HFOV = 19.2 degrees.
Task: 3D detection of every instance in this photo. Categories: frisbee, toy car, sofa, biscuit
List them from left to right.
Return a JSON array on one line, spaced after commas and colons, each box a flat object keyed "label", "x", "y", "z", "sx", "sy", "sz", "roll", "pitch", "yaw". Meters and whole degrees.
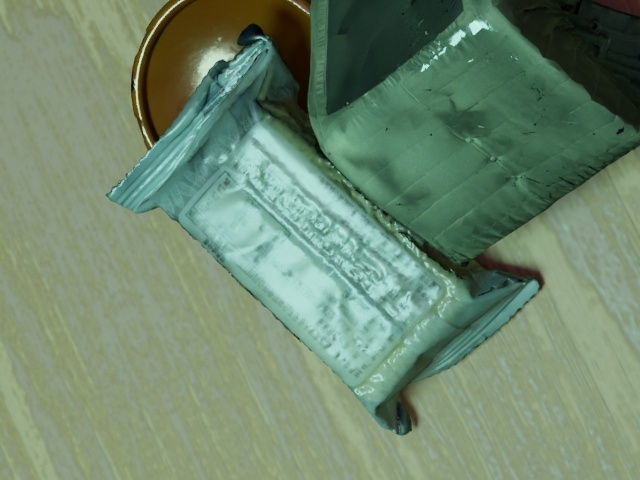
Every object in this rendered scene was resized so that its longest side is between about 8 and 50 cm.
[{"label": "frisbee", "x": -0.061, "y": -0.121, "z": 1.542, "sx": 0.192, "sy": 0.035, "sz": 0.192, "roll": 4, "pitch": 103, "yaw": 17}, {"label": "biscuit", "x": 0.003, "y": -0.004, "z": 1.489, "sx": 0.309, "sy": 0.079, "sz": 0.186, "roll": 42, "pitch": 107, "yaw": 5}, {"label": "sofa", "x": 0.115, "y": -0.140, "z": 1.403, "sx": 0.176, "sy": 0.225, "sz": 0.210, "roll": 33, "pitch": 126, "yaw": -29}, {"label": "toy car", "x": 0.223, "y": -0.127, "z": 1.404, "sx": 0.186, "sy": 0.058, "sz": 0.093, "roll": 23, "pitch": 100, "yaw": 33}]
